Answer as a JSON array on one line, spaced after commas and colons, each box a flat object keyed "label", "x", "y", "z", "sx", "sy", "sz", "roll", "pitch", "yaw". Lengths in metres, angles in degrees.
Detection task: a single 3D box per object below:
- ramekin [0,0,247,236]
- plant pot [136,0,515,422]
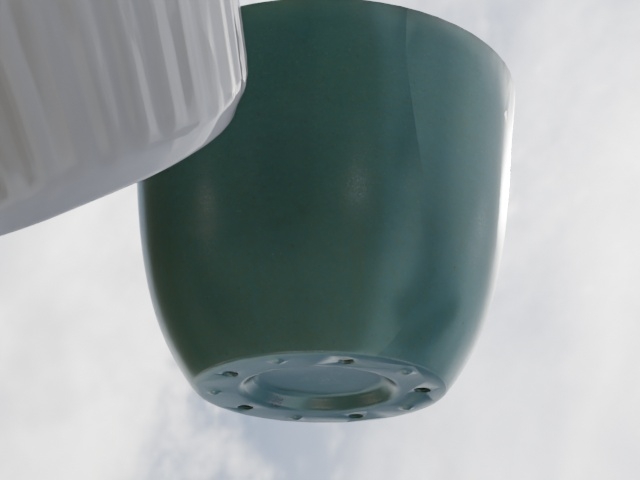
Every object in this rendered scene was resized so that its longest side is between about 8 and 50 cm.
[{"label": "ramekin", "x": -0.160, "y": -0.087, "z": 0.621, "sx": 0.273, "sy": 0.273, "sz": 0.127, "roll": 10, "pitch": -59, "yaw": 54}, {"label": "plant pot", "x": 0.000, "y": 0.000, "z": 0.974, "sx": 0.293, "sy": 0.293, "sz": 0.235, "roll": -27, "pitch": -126, "yaw": 48}]
